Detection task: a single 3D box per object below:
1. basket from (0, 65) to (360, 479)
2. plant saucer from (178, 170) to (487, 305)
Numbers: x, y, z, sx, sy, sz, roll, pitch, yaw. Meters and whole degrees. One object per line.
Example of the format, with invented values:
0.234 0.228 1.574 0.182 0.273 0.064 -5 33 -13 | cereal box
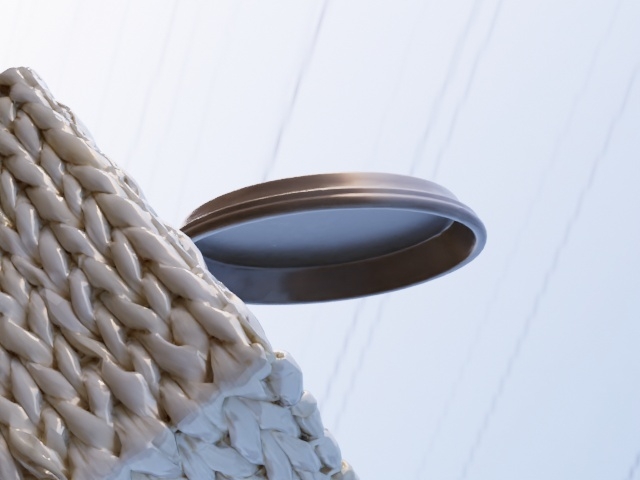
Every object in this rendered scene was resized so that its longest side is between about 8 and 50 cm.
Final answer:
-0.155 0.136 0.845 0.266 0.328 0.331 -37 -133 -11 | basket
0.000 0.000 1.240 0.278 0.277 0.041 -32 -121 55 | plant saucer
